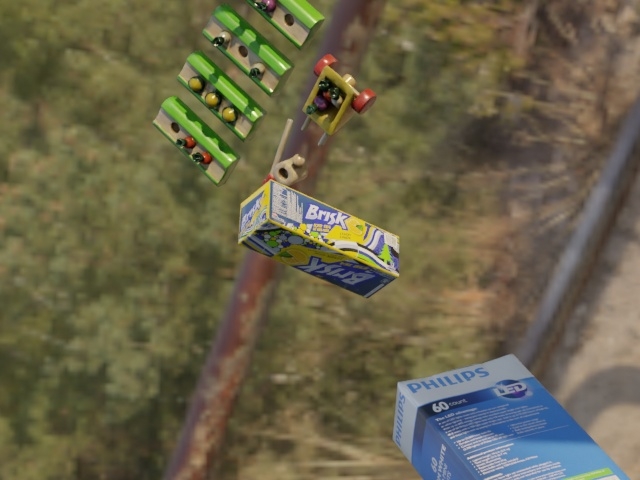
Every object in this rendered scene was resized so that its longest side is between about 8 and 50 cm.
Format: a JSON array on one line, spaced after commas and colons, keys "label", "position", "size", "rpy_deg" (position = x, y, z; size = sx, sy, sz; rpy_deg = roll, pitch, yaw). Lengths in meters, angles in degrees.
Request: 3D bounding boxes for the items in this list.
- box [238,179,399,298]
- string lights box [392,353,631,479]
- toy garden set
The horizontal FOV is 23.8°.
[{"label": "box", "position": [0.000, 0.000, 1.582], "size": [0.059, 0.169, 0.054], "rpy_deg": [-37, 39, 43]}, {"label": "string lights box", "position": [0.184, 0.216, 1.396], "size": [0.260, 0.133, 0.077], "rpy_deg": [-130, 35, -50]}, {"label": "toy garden set", "position": [-0.068, -0.144, 1.625], "size": [0.204, 0.049, 0.244], "rpy_deg": [43, 125, 14]}]
